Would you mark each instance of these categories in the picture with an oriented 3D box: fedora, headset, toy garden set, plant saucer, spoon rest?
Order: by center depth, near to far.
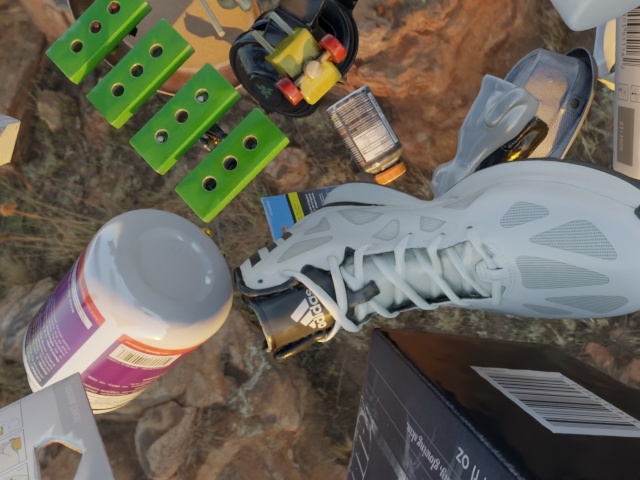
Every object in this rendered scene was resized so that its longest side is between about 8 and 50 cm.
[{"bbox_3d":[-0.114,-0.170,0.528,0.204,0.049,0.244,-45,78,1],"label":"toy garden set"},{"bbox_3d":[-0.054,-0.267,0.729,0.185,0.243,0.394,31,129,-2],"label":"headset"},{"bbox_3d":[-0.234,-0.356,0.850,0.310,0.310,0.050,-12,53,26],"label":"plant saucer"},{"bbox_3d":[0.573,-0.396,1.020,0.084,0.137,0.276,-26,39,61],"label":"spoon rest"},{"bbox_3d":[0.420,-0.265,1.070,0.124,0.244,0.276,20,107,-8],"label":"fedora"}]

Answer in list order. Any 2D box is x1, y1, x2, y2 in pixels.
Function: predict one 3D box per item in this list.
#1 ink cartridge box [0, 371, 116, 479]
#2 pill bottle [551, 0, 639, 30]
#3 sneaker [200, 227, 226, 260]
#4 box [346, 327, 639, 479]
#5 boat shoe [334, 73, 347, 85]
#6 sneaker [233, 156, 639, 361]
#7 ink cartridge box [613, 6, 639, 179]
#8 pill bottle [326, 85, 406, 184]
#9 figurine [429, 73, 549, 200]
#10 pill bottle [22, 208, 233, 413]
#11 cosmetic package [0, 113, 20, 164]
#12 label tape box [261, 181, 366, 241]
[{"bbox_3d":[-0.283,0.237,0.397,0.296,0.261,0.066,22,127,57],"label":"ink cartridge box"},{"bbox_3d":[0.199,-0.379,0.442,0.204,0.204,0.361,-29,83,21],"label":"pill bottle"},{"bbox_3d":[-0.278,0.071,1.343,0.092,0.088,0.225,-31,80,23],"label":"sneaker"},{"bbox_3d":[0.210,0.391,0.558,0.297,0.480,0.472,7,96,-11],"label":"box"},{"bbox_3d":[-0.012,-0.363,1.184,0.152,0.056,0.049,-7,81,-10],"label":"boat shoe"},{"bbox_3d":[0.083,0.052,0.535,0.447,0.257,0.169,3,122,51],"label":"sneaker"},{"bbox_3d":[0.663,-0.287,0.844,0.384,0.091,0.308,-13,112,-2],"label":"ink cartridge box"},{"bbox_3d":[0.129,-0.267,1.408,0.130,0.130,0.246,-27,101,22],"label":"pill bottle"},{"bbox_3d":[0.254,-0.126,0.844,0.092,0.215,0.209,37,103,26],"label":"figurine"},{"bbox_3d":[-0.269,0.112,0.710,0.323,0.181,0.182,-39,64,35],"label":"pill bottle"},{"bbox_3d":[-0.399,-0.095,0.526,0.098,0.239,0.060,19,106,-12],"label":"cosmetic package"},{"bbox_3d":[0.000,0.000,1.312,0.106,0.333,0.241,-25,80,51],"label":"label tape box"}]
